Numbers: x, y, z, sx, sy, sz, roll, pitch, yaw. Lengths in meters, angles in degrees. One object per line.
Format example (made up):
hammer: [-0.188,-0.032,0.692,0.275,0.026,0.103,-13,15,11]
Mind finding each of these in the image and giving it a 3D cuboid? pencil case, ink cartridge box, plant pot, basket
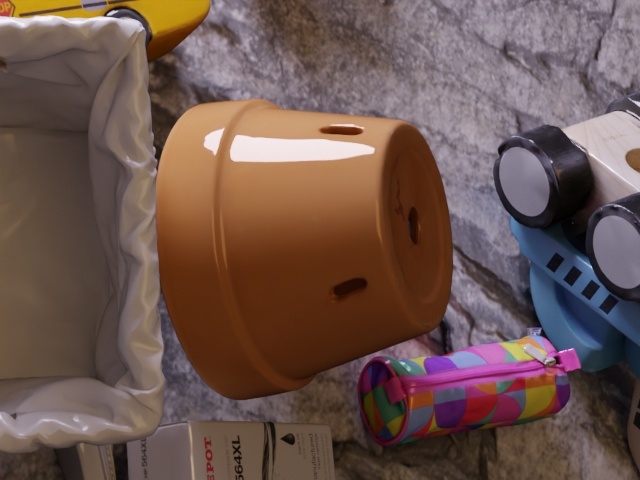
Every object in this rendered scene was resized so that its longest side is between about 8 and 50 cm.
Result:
pencil case: [0.157,0.156,1.655,0.236,0.104,0.104,-8,80,-30]
ink cartridge box: [-0.079,0.249,1.468,0.203,0.086,0.148,9,72,-50]
plant pot: [0.000,0.000,1.473,0.291,0.204,0.290,-7,90,-67]
basket: [-0.293,0.006,1.270,0.328,0.266,0.331,-3,85,-4]

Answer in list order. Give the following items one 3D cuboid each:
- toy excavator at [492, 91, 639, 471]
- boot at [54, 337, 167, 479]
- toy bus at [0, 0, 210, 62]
toy excavator: [0.378,0.117,1.737,0.222,0.445,0.433,-21,46,-31]
boot: [-0.199,0.120,1.465,0.123,0.095,0.258,-10,80,-24]
toy bus: [-0.275,-0.214,1.509,0.333,0.108,0.130,-15,83,-31]
